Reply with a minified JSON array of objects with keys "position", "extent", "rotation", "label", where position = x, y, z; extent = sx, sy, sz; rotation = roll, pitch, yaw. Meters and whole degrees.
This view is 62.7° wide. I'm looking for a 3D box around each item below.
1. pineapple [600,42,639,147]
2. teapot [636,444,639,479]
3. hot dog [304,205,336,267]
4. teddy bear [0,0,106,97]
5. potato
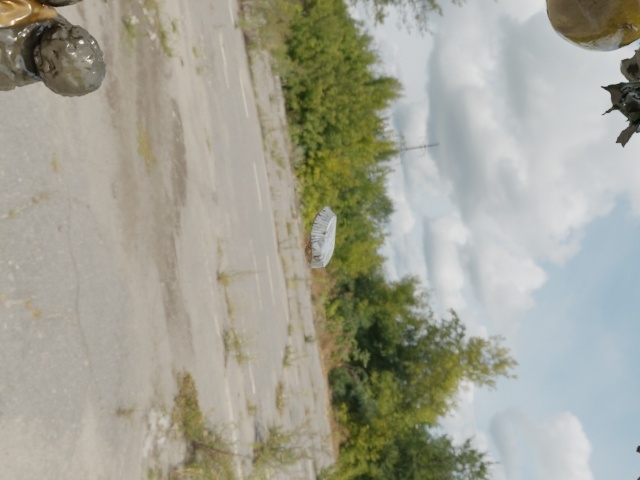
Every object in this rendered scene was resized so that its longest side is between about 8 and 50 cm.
[{"position":[0.662,-0.312,1.027],"extent":[0.364,0.165,0.166],"rotation":[-39,133,-38],"label":"pineapple"},{"position":[0.454,0.298,0.715],"extent":[0.100,0.045,0.068],"rotation":[-61,149,-11],"label":"teapot"},{"position":[0.000,0.000,1.160],"extent":[0.099,0.053,0.192],"rotation":[-60,167,-24],"label":"hot dog"},{"position":[-0.284,-0.210,0.423],"extent":[0.140,0.177,0.190],"rotation":[51,-29,45],"label":"teddy bear"},{"position":[0.514,-0.469,0.948],"extent":[0.239,0.116,0.299],"rotation":[35,-32,22],"label":"potato"}]
